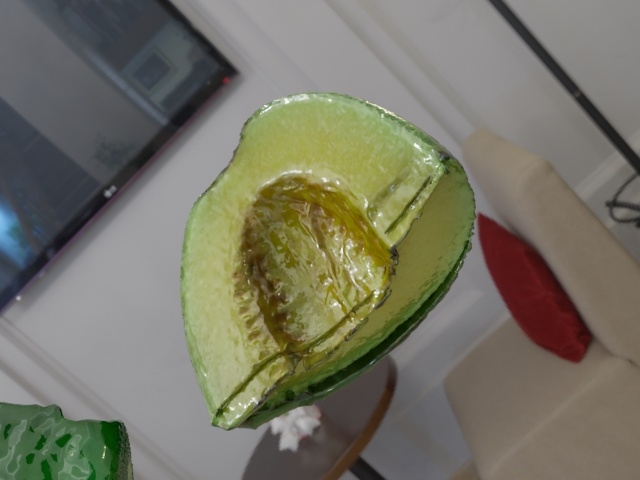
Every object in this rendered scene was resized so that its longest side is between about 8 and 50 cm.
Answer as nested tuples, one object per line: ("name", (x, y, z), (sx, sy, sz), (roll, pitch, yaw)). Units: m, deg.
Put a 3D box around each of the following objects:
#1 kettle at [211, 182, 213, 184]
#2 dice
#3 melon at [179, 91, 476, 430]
("kettle", (-0.054, 0.009, 0.811), (0.098, 0.126, 0.148), (-16, 49, -16))
("dice", (-0.167, 0.164, 0.414), (0.131, 0.128, 0.120), (103, 161, -55))
("melon", (0.000, 0.000, 0.590), (0.129, 0.169, 0.265), (7, -51, -49))
